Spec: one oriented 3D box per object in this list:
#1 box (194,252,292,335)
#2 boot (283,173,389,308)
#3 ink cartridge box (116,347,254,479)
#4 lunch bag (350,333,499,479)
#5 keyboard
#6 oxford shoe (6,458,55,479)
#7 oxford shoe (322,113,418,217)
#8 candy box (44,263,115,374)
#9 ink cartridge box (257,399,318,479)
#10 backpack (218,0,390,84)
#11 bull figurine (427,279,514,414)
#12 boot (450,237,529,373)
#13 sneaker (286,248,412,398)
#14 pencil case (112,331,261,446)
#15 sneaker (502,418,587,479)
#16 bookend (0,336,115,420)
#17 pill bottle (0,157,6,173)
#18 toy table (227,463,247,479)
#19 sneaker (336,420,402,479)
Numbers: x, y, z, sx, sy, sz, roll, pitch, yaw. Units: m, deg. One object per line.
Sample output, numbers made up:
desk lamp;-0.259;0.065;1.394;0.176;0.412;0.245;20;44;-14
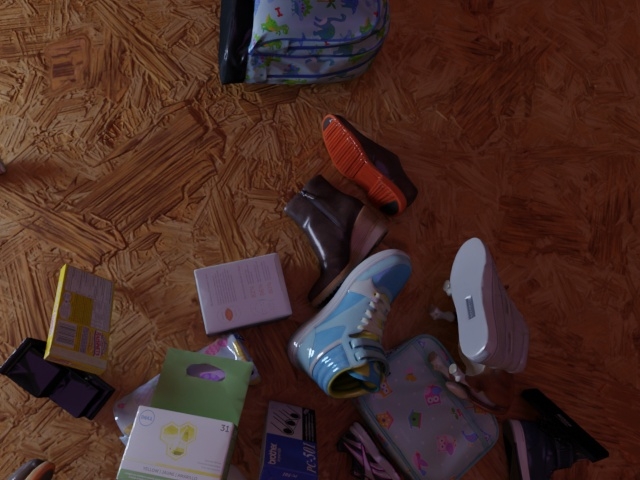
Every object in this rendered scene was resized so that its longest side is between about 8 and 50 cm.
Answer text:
box;-0.157;0.110;1.171;0.170;0.091;0.130;-11;79;-12
boot;0.000;0.000;1.246;0.207;0.090;0.248;36;76;14
ink cartridge box;-0.223;0.303;0.994;0.171;0.056;0.235;9;65;6
lunch bag;0.207;0.334;1.168;0.224;0.108;0.279;-34;84;-15
keyboard;0.479;0.378;1.182;0.100;0.192;0.038;9;114;-39
oxford shoe;-0.623;0.495;0.983;0.133;0.130;0.363;43;72;11
oxford shoe;0.108;-0.177;1.300;0.098;0.097;0.271;-38;89;-35
candy box;-0.439;0.142;1.075;0.105;0.027;0.206;31;32;-36
ink cartridge box;-0.057;0.374;1.067;0.097;0.207;0.046;14;104;-5
backpack;-0.027;-0.479;1.277;0.355;0.273;0.290;9;68;-20
bull figurine;0.311;0.188;1.168;0.188;0.101;0.310;21;47;-21
boot;0.324;0.125;1.103;0.123;0.095;0.258;26;52;-26
sneaker;0.100;0.172;1.118;0.319;0.208;0.127;-47;127;-2
pencil case;-0.246;0.287;1.097;0.273;0.124;0.113;-29;123;-13
sneaker;0.469;0.481;1.188;0.163;0.086;0.226;1;75;-6
bookend;-0.468;0.253;1.050;0.156;0.157;0.072;36;74;1
pill bottle;-0.682;-0.142;1.170;0.083;0.043;0.043;-26;82;-15
toy table;-0.109;0.519;1.015;0.160;0.252;0.274;9;41;-17
sneaker;0.099;0.449;1.152;0.077;0.072;0.178;-37;77;-4
